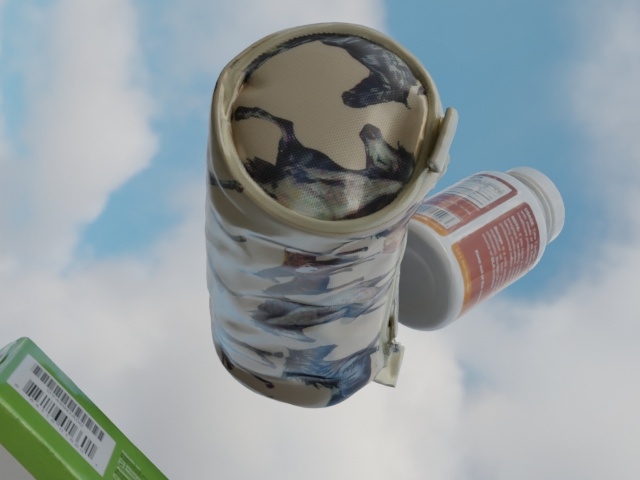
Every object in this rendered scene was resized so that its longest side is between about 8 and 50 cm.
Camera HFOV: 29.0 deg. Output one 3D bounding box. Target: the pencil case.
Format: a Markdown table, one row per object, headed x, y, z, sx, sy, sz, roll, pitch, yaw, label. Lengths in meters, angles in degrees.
| x | y | z | sx | sy | sz | roll | pitch | yaw | label |
| --- | --- | --- | --- | --- | --- | --- | --- | --- | --- |
| 0.000 | 0.000 | 0.981 | 0.410 | 0.183 | 0.160 | 98 | 0 | -64 | pencil case |

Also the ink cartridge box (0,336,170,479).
| x | y | z | sx | sy | sz | roll | pitch | yaw | label |
| --- | --- | --- | --- | --- | --- | --- | --- | --- | --- |
| -0.200 | 0.210 | 0.677 | 0.255 | 0.097 | 0.189 | -41 | -81 | 7 | ink cartridge box |

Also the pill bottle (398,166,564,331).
| x | y | z | sx | sy | sz | roll | pitch | yaw | label |
| --- | --- | --- | --- | --- | --- | --- | --- | --- | --- |
| 0.156 | 0.000 | 1.276 | 0.121 | 0.216 | 0.121 | 24 | -54 | 37 | pill bottle |
